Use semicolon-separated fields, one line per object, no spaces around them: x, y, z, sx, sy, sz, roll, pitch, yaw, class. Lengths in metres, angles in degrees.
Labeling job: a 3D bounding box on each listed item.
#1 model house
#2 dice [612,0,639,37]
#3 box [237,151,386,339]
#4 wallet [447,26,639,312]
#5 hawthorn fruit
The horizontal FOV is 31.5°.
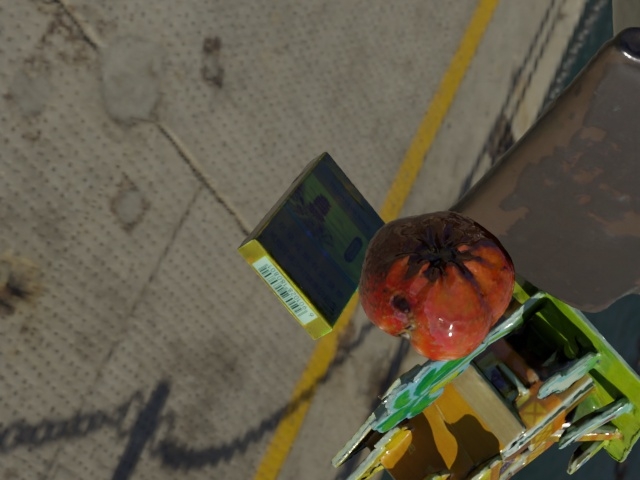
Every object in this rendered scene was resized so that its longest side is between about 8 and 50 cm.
0.177;0.216;1.258;0.313;0.242;0.357;-39;161;-9;model house
0.442;-0.232;1.066;0.304;0.277;0.304;-104;-171;-70;dice
0.000;0.000;1.172;0.121;0.030;0.193;51;36;-11;box
0.219;-0.041;0.862;0.042;0.165;0.309;-67;-175;-29;wallet
0.064;0.029;0.644;0.093;0.093;0.093;-29;126;-51;hawthorn fruit
